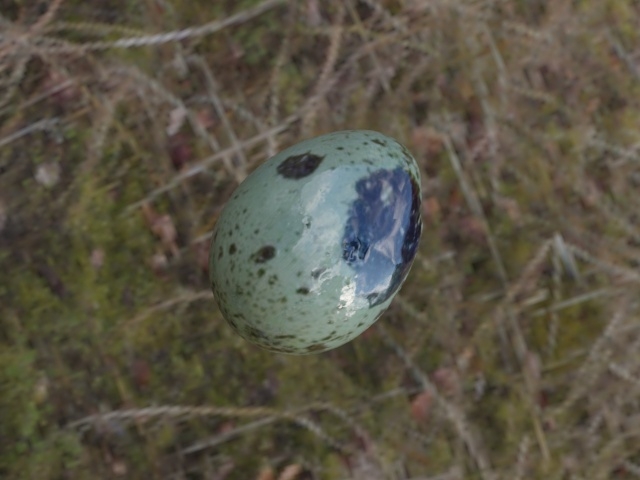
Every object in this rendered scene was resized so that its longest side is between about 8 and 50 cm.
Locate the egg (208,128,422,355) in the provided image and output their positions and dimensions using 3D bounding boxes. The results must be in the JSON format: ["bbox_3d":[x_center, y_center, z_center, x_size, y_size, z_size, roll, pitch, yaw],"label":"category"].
[{"bbox_3d":[0.000,0.000,0.695,0.085,0.110,0.085,46,8,-8],"label":"egg"}]
